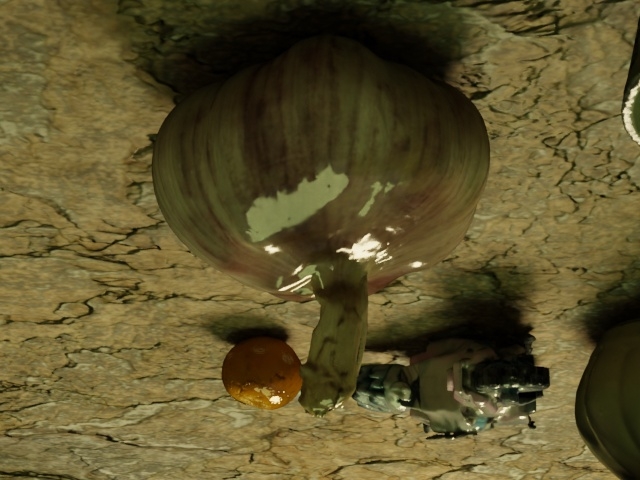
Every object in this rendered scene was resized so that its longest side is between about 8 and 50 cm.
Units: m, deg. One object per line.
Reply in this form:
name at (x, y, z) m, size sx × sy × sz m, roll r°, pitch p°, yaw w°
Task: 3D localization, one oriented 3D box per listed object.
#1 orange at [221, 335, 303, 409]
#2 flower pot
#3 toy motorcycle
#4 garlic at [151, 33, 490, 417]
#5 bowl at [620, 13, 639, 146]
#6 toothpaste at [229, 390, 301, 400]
orange at (-0.057, 0.132, 1.724) m, size 0.083 × 0.070 × 0.083 m, roll 15°, pitch 157°, yaw 7°
flower pot at (0.391, 0.227, 1.654) m, size 0.308 × 0.244 × 0.307 m, roll 10°, pitch 164°, yaw 3°
toy motorcycle at (0.124, 0.150, 1.711) m, size 0.204 × 0.108 × 0.239 m, roll -1°, pitch 155°, yaw 4°
garlic at (0.000, 0.000, 1.238) m, size 0.245 × 0.253 × 0.245 m, roll -1°, pitch 164°, yaw 0°
bowl at (0.293, -0.132, 1.098) m, size 0.211 × 0.112 × 0.211 m, roll 0°, pitch 155°, yaw 0°
toothpaste at (-0.014, 0.155, 1.822) m, size 0.170 × 0.028 × 0.045 m, roll -5°, pitch 148°, yaw 7°
